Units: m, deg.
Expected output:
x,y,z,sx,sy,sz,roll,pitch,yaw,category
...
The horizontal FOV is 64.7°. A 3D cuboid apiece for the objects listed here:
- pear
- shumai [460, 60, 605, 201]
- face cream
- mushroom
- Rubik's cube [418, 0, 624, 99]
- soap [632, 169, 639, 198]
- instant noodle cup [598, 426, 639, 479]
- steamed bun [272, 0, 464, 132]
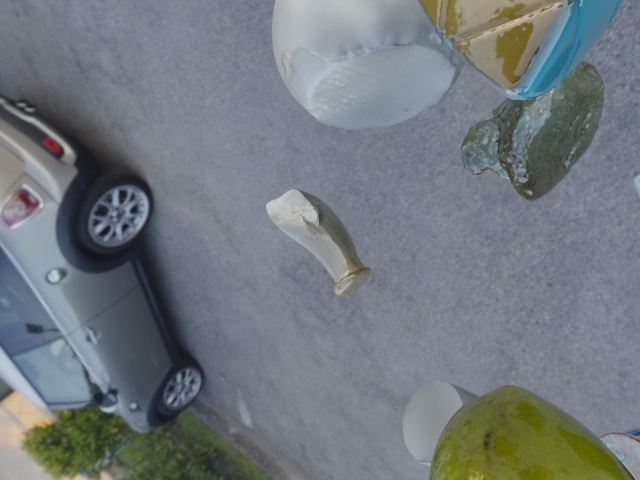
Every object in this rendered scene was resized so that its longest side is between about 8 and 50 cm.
x,y,z,sx,sy,sz,roll,pitch,yaw,category
0.264,0.334,0.643,0.252,0.307,0.253,-4,123,-5,pear
0.365,-0.218,0.923,0.204,0.222,0.272,46,141,34,shumai
0.289,0.408,1.088,0.152,0.178,0.177,28,155,-26,face cream
0.004,-0.007,0.999,0.247,0.108,0.096,49,137,8,mushroom
0.207,-0.208,0.459,0.254,0.254,0.255,29,143,25,Rubik's cube
0.604,0.026,0.690,0.208,0.115,0.347,-24,82,32,soap
0.559,0.371,0.779,0.205,0.152,0.205,164,90,-77,instant noodle cup
0.067,-0.346,0.771,0.309,0.309,0.310,29,143,25,steamed bun
